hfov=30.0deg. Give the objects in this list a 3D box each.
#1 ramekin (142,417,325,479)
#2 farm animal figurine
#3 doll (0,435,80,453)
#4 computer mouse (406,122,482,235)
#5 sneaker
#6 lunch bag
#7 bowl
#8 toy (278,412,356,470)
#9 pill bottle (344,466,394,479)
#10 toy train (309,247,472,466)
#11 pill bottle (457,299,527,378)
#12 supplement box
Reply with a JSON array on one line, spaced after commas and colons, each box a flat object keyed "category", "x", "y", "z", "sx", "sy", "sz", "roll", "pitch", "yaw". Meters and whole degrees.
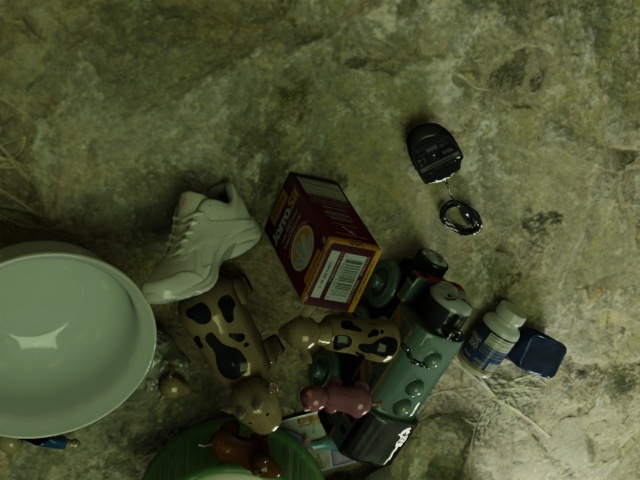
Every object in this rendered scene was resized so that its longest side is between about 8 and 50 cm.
[{"category": "ramekin", "x": -0.134, "y": 0.439, "z": 1.824, "sx": 0.303, "sy": 0.148, "sz": 0.303, "roll": -1, "pitch": 105, "yaw": -3}, {"category": "farm animal figurine", "x": -0.078, "y": 0.166, "z": 1.641, "sx": 0.327, "sy": 0.172, "sz": 0.330, "roll": 45, "pitch": 99, "yaw": 2}, {"category": "doll", "x": -0.383, "y": 0.257, "z": 1.734, "sx": 0.189, "sy": 0.046, "sz": 0.129, "roll": -29, "pitch": 127, "yaw": -3}, {"category": "computer mouse", "x": 0.184, "y": -0.090, "z": 1.747, "sx": 0.071, "sy": 0.041, "sz": 0.242, "roll": -25, "pitch": 135, "yaw": 5}, {"category": "sneaker", "x": -0.173, "y": -0.002, "z": 1.578, "sx": 0.090, "sy": 0.232, "sz": 0.115, "roll": -8, "pitch": 115, "yaw": 31}, {"category": "lunch bag", "x": 0.353, "y": 0.183, "z": 1.976, "sx": 0.098, "sy": 0.065, "sz": 0.067, "roll": 23, "pitch": 95, "yaw": -32}, {"category": "bowl", "x": -0.376, "y": 0.108, "z": 1.582, "sx": 0.298, "sy": 0.134, "sz": 0.298, "roll": -11, "pitch": 125, "yaw": -16}, {"category": "toy", "x": -0.051, "y": 0.352, "z": 1.928, "sx": 0.237, "sy": 0.056, "sz": 0.137, "roll": -16, "pitch": 125, "yaw": -12}, {"category": "pill bottle", "x": 0.036, "y": 0.478, "z": 1.999, "sx": 0.229, "sy": 0.131, "sz": 0.131, "roll": -29, "pitch": 128, "yaw": -2}, {"category": "toy train", "x": 0.108, "y": 0.178, "z": 1.791, "sx": 0.142, "sy": 0.190, "sz": 0.334, "roll": 19, "pitch": 113, "yaw": -32}, {"category": "pill bottle", "x": 0.279, "y": 0.158, "z": 1.926, "sx": 0.067, "sy": 0.067, "sz": 0.120, "roll": 21, "pitch": 112, "yaw": -32}, {"category": "supplement box", "x": 0.000, "y": 0.000, "z": 1.629, "sx": 0.081, "sy": 0.188, "sz": 0.104, "roll": 12, "pitch": 117, "yaw": -27}]
